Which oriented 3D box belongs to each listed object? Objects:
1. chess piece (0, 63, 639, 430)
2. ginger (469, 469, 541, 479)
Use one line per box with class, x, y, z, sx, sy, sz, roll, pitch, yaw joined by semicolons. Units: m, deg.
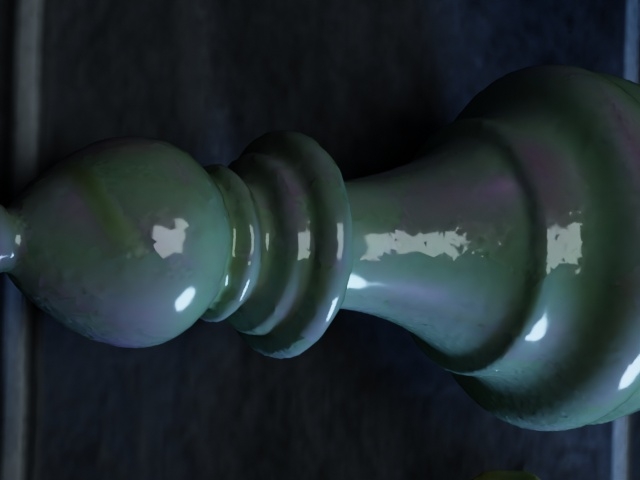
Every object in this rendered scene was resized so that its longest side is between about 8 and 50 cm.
chess piece;0.000;0.000;0.682;0.272;0.139;0.139;2;89;-32
ginger;0.106;0.192;0.801;0.294;0.086;0.131;40;63;-41
